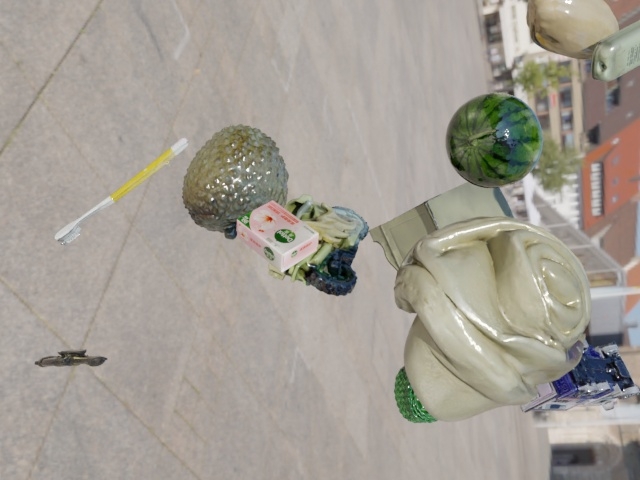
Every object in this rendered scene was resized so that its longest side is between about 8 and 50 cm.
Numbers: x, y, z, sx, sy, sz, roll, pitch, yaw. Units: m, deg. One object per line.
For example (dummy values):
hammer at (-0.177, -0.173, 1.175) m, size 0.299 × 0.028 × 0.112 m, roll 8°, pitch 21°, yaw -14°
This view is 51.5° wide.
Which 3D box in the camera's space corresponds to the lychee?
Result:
lychee at (-0.202, -0.136, 1.568) m, size 0.255 × 0.255 × 0.274 m, roll 25°, pitch 59°, yaw -70°

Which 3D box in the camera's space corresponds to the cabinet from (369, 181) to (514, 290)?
cabinet at (0.366, -0.013, 1.984) m, size 0.290 × 0.318 × 0.227 m, roll -25°, pitch 88°, yaw -32°

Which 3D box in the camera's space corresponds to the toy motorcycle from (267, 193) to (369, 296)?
toy motorcycle at (0.000, 0.000, 1.699) m, size 0.410 × 0.237 × 0.168 m, roll -72°, pitch -178°, yaw -62°

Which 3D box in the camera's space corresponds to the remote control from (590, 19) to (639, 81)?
remote control at (0.640, -0.392, 1.254) m, size 0.038 × 0.310 × 0.090 m, roll 50°, pitch -15°, yaw 44°

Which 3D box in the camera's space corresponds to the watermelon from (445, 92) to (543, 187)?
watermelon at (0.334, -0.194, 1.304) m, size 0.215 × 0.188 × 0.188 m, roll -18°, pitch 102°, yaw -47°

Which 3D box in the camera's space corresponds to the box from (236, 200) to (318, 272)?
box at (-0.076, -0.010, 1.173) m, size 0.089 × 0.125 × 0.043 m, roll -33°, pitch 144°, yaw -35°

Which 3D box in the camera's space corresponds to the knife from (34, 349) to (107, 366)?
knife at (-0.327, 0.152, 0.852) m, size 0.046 × 0.222 × 0.021 m, roll -4°, pitch 84°, yaw -37°

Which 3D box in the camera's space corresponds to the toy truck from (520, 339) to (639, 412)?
toy truck at (0.523, 0.286, 1.372) m, size 0.268 × 0.155 × 0.124 m, roll 13°, pitch 49°, yaw -39°

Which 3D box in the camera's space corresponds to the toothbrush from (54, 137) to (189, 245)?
toothbrush at (-0.343, -0.085, 1.158) m, size 0.021 × 0.288 × 0.024 m, roll 54°, pitch 2°, yaw 37°

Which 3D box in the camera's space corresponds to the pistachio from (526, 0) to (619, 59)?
pistachio at (0.521, -0.455, 1.382) m, size 0.215 × 0.144 × 0.143 m, roll 18°, pitch 57°, yaw -23°

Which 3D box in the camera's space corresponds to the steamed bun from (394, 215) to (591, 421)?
steamed bun at (0.319, 0.117, 1.141) m, size 0.368 × 0.255 × 0.342 m, roll -31°, pitch 105°, yaw -40°

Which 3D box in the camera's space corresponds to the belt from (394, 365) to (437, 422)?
belt at (0.236, 0.365, 1.603) m, size 0.121 × 0.079 × 0.151 m, roll -6°, pitch 83°, yaw -30°
